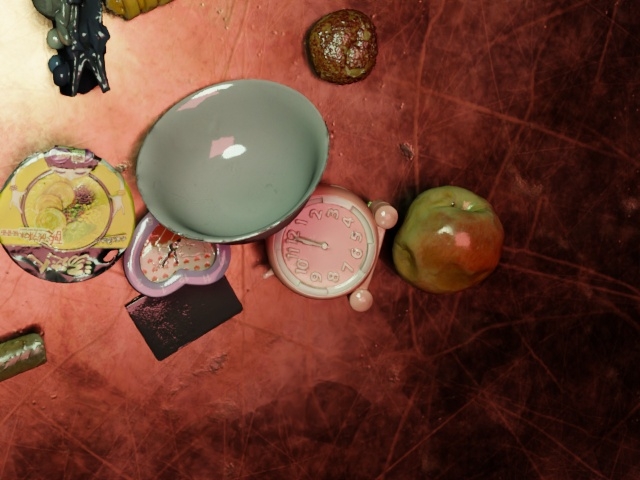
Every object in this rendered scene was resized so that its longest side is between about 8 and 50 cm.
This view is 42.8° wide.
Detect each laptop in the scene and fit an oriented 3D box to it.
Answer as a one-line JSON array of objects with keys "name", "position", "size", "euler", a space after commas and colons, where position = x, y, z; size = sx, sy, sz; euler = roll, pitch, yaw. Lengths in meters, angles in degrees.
[{"name": "laptop", "position": [-0.260, 0.130, 1.574], "size": [0.197, 0.016, 0.135], "euler": [-30, 109, -11]}]

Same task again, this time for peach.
[{"name": "peach", "position": [0.249, 0.008, 1.648], "size": [0.214, 0.214, 0.236], "euler": [12, 131, -22]}]

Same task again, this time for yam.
[{"name": "yam", "position": [-0.636, 0.244, 1.426], "size": [0.317, 0.067, 0.071], "euler": [-21, 93, -17]}]

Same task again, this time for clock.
[{"name": "clock", "position": [0.000, 0.000, 1.586], "size": [0.241, 0.142, 0.227], "euler": [14, 99, -11]}, {"name": "clock", "position": [-0.273, 0.012, 1.516], "size": [0.198, 0.064, 0.172], "euler": [-16, 89, -18]}]

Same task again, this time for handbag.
[{"name": "handbag", "position": [-0.401, -0.392, 1.285], "size": [0.118, 0.269, 0.326], "euler": [-11, 103, -17]}]

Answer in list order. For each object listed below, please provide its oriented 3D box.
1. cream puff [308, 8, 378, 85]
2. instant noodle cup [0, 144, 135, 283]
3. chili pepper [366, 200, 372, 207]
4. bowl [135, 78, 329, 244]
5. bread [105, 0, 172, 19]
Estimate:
[{"name": "cream puff", "position": [0.051, -0.368, 1.558], "size": [0.149, 0.084, 0.149], "euler": [-4, 103, -18]}, {"name": "instant noodle cup", "position": [-0.428, -0.055, 1.355], "size": [0.215, 0.236, 0.216], "euler": [-4, 101, -20]}, {"name": "chili pepper", "position": [0.096, -0.039, 1.671], "size": [0.030, 0.017, 0.083], "euler": [-13, 107, -18]}, {"name": "bowl", "position": [-0.141, -0.111, 1.464], "size": [0.345, 0.345, 0.157], "euler": [-36, 151, -11]}, {"name": "bread", "position": [-0.304, -0.460, 1.411], "size": [0.177, 0.084, 0.119], "euler": [-29, 109, -17]}]
